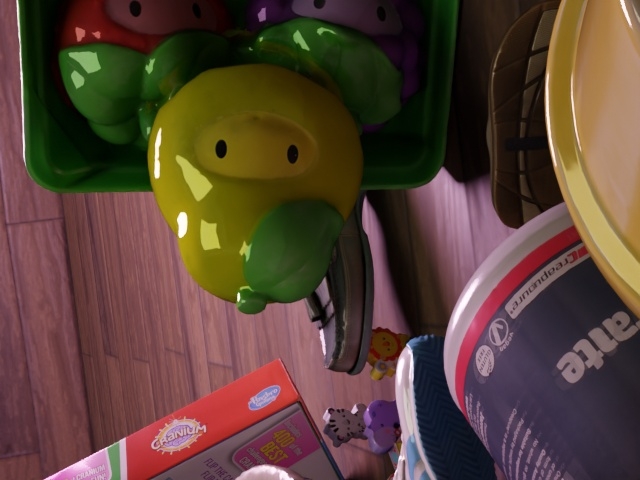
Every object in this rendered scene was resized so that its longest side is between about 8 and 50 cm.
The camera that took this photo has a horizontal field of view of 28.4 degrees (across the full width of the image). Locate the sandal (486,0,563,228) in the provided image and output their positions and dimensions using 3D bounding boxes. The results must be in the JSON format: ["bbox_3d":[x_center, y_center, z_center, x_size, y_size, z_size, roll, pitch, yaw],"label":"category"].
[{"bbox_3d":[0.155,-0.094,0.932,0.049,0.072,0.180,-93,3,-59],"label":"sandal"}]

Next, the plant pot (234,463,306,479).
[{"bbox_3d":[0.083,0.318,0.730,0.334,0.305,0.334,-168,90,-71],"label":"plant pot"}]

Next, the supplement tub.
[{"bbox_3d":[0.205,0.115,0.698,0.272,0.191,0.191,-123,33,-46],"label":"supplement tub"}]

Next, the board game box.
[{"bbox_3d":[-0.134,0.284,1.323,0.064,0.316,0.242,60,175,45],"label":"board game box"}]

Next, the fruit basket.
[{"bbox_3d":[-0.062,-0.128,1.037,0.392,0.392,0.283,-135,43,-56],"label":"fruit basket"}]

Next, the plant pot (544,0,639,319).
[{"bbox_3d":[0.200,-0.072,0.455,0.239,0.254,0.254,33,-139,-69],"label":"plant pot"}]

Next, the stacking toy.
[{"bbox_3d":[0.073,0.219,1.240,0.167,0.052,0.221,114,142,-52],"label":"stacking toy"}]

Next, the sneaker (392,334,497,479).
[{"bbox_3d":[0.099,0.190,1.070,0.092,0.087,0.229,0,107,53],"label":"sneaker"}]

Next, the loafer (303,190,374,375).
[{"bbox_3d":[0.000,0.000,1.238,0.096,0.084,0.268,133,138,-64],"label":"loafer"}]
